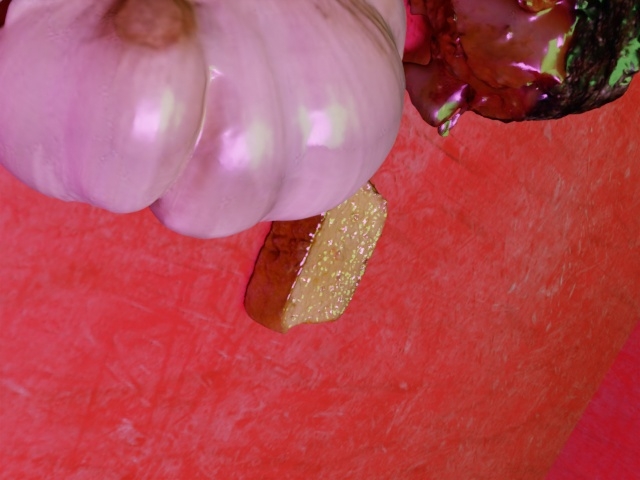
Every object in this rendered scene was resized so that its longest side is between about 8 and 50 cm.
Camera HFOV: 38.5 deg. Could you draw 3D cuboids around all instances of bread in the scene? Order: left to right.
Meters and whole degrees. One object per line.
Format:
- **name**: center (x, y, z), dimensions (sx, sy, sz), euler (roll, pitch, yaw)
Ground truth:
- **bread**: center (0.000, 0.000, 0.849), dimensions (0.103, 0.065, 0.187), euler (15, 103, -52)

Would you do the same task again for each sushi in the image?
- **sushi**: center (0.177, -0.250, 0.786), dimensions (0.182, 0.196, 0.343), euler (-5, 117, -31)

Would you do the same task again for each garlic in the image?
- **garlic**: center (-0.055, -0.083, 0.587), dimensions (0.281, 0.185, 0.203), euler (-38, 168, -35)
